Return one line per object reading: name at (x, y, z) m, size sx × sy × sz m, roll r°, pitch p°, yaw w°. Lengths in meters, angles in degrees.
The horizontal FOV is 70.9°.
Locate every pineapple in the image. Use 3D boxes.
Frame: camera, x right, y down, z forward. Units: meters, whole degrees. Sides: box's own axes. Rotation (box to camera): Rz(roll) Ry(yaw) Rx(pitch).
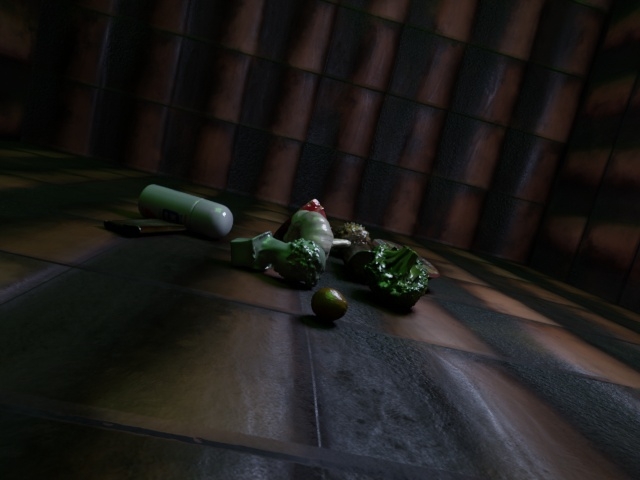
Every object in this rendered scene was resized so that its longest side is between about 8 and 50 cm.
pineapple at (0.124, -0.001, 1.902) m, size 0.166 × 0.166 × 0.193 m, roll 13°, pitch 1°, yaw -9°

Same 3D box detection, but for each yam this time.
yam at (0.136, 0.063, 1.592) m, size 0.131 × 0.131 × 0.279 m, roll 14°, pitch 11°, yaw -5°

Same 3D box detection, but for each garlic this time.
garlic at (0.000, 0.000, 1.508) m, size 0.226 × 0.199 × 0.199 m, roll 6°, pitch 11°, yaw -33°

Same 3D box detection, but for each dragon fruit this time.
dragon fruit at (-0.079, -0.023, 1.651) m, size 0.189 × 0.162 × 0.262 m, roll -5°, pitch -22°, yaw -33°

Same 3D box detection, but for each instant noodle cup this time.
instant noodle cup at (0.294, 0.096, 1.650) m, size 0.274 × 0.090 × 0.274 m, roll 24°, pitch 17°, yaw -8°

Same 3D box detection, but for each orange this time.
orange at (0.020, 0.144, 1.008) m, size 0.085 × 0.085 × 0.085 m, roll 14°, pitch 8°, yaw -2°

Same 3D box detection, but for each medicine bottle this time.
medicine bottle at (-0.472, -0.099, 1.606) m, size 0.341 × 0.130 × 0.130 m, roll 17°, pitch 9°, yaw 15°

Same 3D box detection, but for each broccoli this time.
broccoli at (0.223, 0.100, 1.322) m, size 0.198 × 0.176 × 0.226 m, roll 22°, pitch -8°, yaw 0°

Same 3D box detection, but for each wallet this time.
wallet at (-0.550, -0.043, 1.431) m, size 0.133 × 0.039 × 0.243 m, roll 10°, pitch 7°, yaw 15°

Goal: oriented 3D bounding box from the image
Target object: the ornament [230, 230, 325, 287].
ornament at (-0.121, 0.039, 1.286) m, size 0.285 × 0.130 × 0.120 m, roll 16°, pitch 13°, yaw 15°
